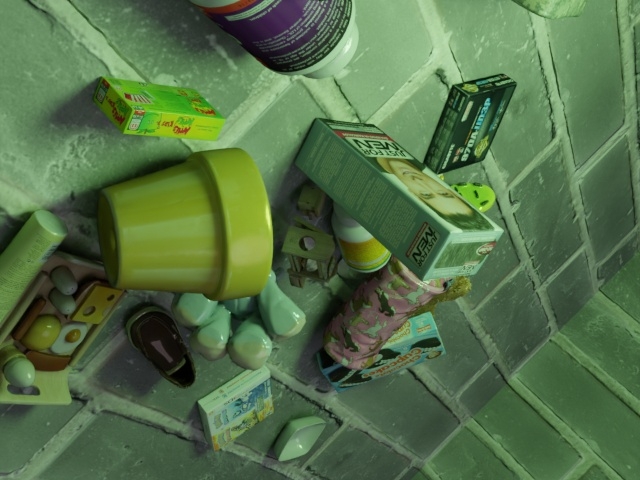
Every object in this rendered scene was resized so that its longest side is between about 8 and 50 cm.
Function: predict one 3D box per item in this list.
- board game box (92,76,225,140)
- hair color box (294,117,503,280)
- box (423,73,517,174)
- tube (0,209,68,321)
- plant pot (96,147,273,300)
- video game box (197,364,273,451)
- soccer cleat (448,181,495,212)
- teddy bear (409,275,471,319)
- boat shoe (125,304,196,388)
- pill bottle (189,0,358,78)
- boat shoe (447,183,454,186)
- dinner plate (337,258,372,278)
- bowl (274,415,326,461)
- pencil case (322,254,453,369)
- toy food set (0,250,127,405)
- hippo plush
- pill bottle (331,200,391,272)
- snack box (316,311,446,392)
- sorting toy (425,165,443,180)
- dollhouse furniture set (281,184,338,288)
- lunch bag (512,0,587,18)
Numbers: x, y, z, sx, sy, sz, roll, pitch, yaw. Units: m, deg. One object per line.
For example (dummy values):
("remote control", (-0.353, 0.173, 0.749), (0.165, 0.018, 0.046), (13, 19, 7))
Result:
("board game box", (-0.243, -0.199, 1.338), (0.181, 0.092, 0.043), (-2, 130, -49))
("hair color box", (0.143, -0.084, 1.665), (0.185, 0.374, 0.114), (-3, 130, -49))
("box", (0.342, -0.267, 2.009), (0.175, 0.051, 0.220), (-18, 141, -38))
("tube", (-0.491, 0.056, 1.384), (0.070, 0.062, 0.240), (36, 106, -15))
("plant pot", (-0.233, -0.017, 1.446), (0.238, 0.254, 0.254), (-8, 135, -23))
("video game box", (-0.204, 0.409, 2.157), (0.187, 0.048, 0.205), (-29, 146, -21))
("soccer cleat", (0.283, -0.053, 2.117), (0.289, 0.093, 0.121), (-25, 152, -2))
("teddy bear", (0.297, 0.078, 2.283), (0.245, 0.113, 0.338), (-5, 137, -24))
("boat shoe", (-0.305, 0.219, 1.758), (0.095, 0.095, 0.257), (-39, 149, -11))
("pill bottle", (-0.066, -0.358, 1.276), (0.181, 0.181, 0.323), (-49, 149, 6))
("boat shoe", (0.348, -0.100, 2.200), (0.183, 0.065, 0.083), (-16, 137, -39))
("dinner plate", (0.108, 0.057, 2.094), (0.141, 0.017, 0.141), (-14, 147, -9))
("bowl", (-0.066, 0.554, 2.490), (0.142, 0.053, 0.142), (-2, 128, -51))
("pencil case", (0.155, 0.158, 2.113), (0.386, 0.167, 0.160), (-50, -168, 38))
("toy food set", (-0.440, 0.162, 1.529), (0.306, 0.092, 0.219), (-52, 149, 11))
("hippo plush", (-0.169, 0.116, 1.732), (0.234, 0.294, 0.236), (-20, 172, -6))
("pill bottle", (0.088, -0.026, 1.922), (0.117, 0.117, 0.208), (-39, 148, -11))
("snack box", (0.166, 0.303, 2.350), (0.321, 0.060, 0.187), (-21, 149, 5))
("sorting toy", (0.240, -0.144, 2.053), (0.075, 0.045, 0.083), (16, 116, -35))
("dollhouse furniture set", (0.000, 0.000, 1.816), (0.182, 0.101, 0.161), (80, 26, -65))
("lunch bag", (0.425, -0.551, 1.563), (0.305, 0.212, 0.256), (-24, 146, -58))
